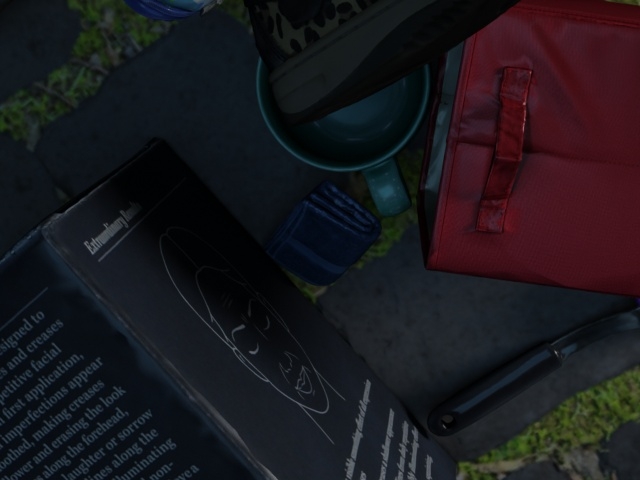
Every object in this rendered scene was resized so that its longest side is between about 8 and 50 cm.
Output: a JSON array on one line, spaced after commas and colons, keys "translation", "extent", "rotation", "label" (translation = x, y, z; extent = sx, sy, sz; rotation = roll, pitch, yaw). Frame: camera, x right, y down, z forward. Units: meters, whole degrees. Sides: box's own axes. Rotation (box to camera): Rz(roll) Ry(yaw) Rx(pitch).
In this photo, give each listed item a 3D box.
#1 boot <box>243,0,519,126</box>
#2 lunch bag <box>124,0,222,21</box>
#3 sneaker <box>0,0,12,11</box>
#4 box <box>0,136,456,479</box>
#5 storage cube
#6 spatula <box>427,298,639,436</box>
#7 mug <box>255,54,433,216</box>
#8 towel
[{"translation": [0.041, -0.258, 0.613], "extent": [0.377, 0.138, 0.284], "rotation": [-33, 87, 49], "label": "boot"}, {"translation": [-0.126, -0.269, 0.822], "extent": [0.219, 0.176, 0.090], "rotation": [45, 127, -8], "label": "lunch bag"}, {"translation": [-0.292, -0.208, 0.891], "extent": [0.281, 0.115, 0.105], "rotation": [-37, 98, 16], "label": "sneaker"}, {"translation": [-0.099, 0.156, 0.878], "extent": [0.212, 0.293, 0.395], "rotation": [-39, 97, 16], "label": "box"}, {"translation": [0.178, -0.076, 0.817], "extent": [0.193, 0.215, 0.183], "rotation": [8, 107, -1], "label": "storage cube"}, {"translation": [0.215, 0.084, 0.950], "extent": [0.296, 0.030, 0.084], "rotation": [-33, 102, 15], "label": "spatula"}, {"translation": [0.019, -0.105, 0.878], "extent": [0.129, 0.097, 0.157], "rotation": [11, 96, 5], "label": "mug"}, {"translation": [0.000, 0.000, 0.921], "extent": [0.067, 0.029, 0.119], "rotation": [35, 149, -5], "label": "towel"}]
